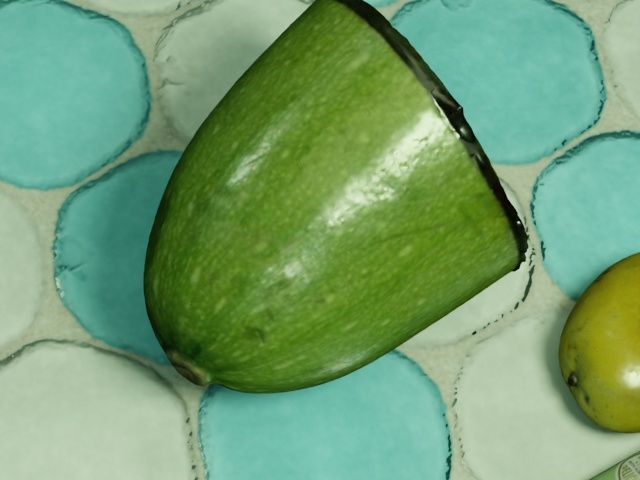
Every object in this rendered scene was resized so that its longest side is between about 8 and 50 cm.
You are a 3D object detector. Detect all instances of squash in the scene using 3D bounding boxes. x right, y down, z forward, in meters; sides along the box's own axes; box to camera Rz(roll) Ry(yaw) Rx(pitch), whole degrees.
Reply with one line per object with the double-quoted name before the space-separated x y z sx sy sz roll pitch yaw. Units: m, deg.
"squash" -0.029 -0.014 1.693 0.309 0.310 0.310 -35 69 -7

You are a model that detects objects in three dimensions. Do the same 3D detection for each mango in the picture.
"mango" 0.294 0.088 1.749 0.137 0.098 0.195 29 54 13

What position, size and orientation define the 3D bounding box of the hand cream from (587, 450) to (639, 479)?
"hand cream" 0.264 0.232 1.689 0.235 0.055 0.086 -29 64 -13
